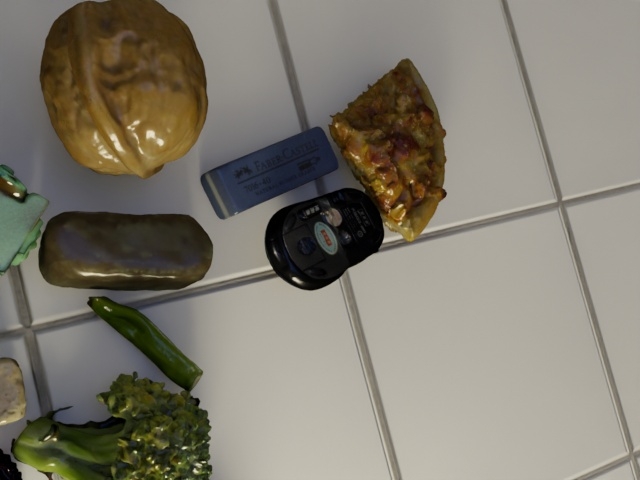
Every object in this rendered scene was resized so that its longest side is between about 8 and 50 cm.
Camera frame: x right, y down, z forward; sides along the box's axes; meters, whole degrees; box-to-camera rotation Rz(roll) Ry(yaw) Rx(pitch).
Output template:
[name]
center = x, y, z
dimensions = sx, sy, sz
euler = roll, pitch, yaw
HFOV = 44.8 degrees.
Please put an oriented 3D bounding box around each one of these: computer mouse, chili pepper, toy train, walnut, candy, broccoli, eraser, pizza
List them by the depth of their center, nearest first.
[toy train]
center = -0.512, -0.077, 0.993
dimensions = 0.326, 0.159, 0.129
euler = 32, 71, -20
[broccoli]
center = -0.260, 0.293, 1.020
dimensions = 0.272, 0.180, 0.243
euler = 22, 73, -19
[walnut]
center = -0.273, -0.211, 1.090
dimensions = 0.224, 0.257, 0.257
euler = -15, 86, 7
[candy]
center = -0.278, 0.017, 1.109
dimensions = 0.233, 0.104, 0.102
euler = 0, 75, -25
[chili pepper]
center = -0.252, 0.143, 1.124
dimensions = 0.201, 0.052, 0.050
euler = 43, 37, -10
[computer mouse]
center = 0.000, 0.000, 1.239
dimensions = 0.233, 0.096, 0.137
euler = -22, 90, -40
[eraser]
center = -0.080, -0.111, 1.259
dimensions = 0.225, 0.036, 0.082
euler = -26, 93, -26
[pizza]
center = 0.121, -0.166, 1.318
dimensions = 0.226, 0.086, 0.336
euler = 12, 70, -30

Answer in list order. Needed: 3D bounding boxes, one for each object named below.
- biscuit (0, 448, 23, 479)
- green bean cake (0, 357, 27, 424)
[biscuit]
center = -0.470, 0.347, 0.985
dimensions = 0.194, 0.053, 0.195
euler = 5, 77, -24
[green bean cake]
center = -0.470, 0.203, 0.982
dimensions = 0.179, 0.109, 0.085
euler = -7, 83, -26
